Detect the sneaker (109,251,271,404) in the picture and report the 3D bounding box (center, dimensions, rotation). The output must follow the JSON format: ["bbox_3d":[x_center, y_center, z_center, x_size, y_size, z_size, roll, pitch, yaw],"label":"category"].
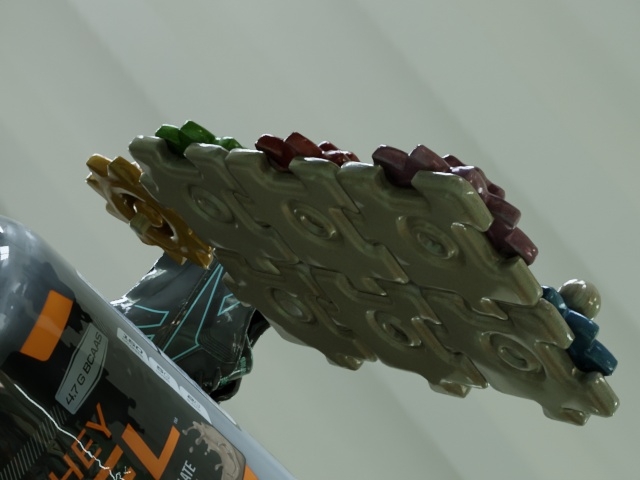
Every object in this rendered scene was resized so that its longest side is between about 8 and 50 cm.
[{"bbox_3d":[-0.115,0.083,1.374,0.106,0.267,0.101,39,-24,13],"label":"sneaker"}]

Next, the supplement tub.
[{"bbox_3d":[-0.170,0.128,1.084,0.207,0.207,0.338,-23,-58,40],"label":"supplement tub"}]

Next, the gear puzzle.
[{"bbox_3d":[0.000,0.000,0.954,0.339,0.044,0.175,10,-34,48],"label":"gear puzzle"}]
